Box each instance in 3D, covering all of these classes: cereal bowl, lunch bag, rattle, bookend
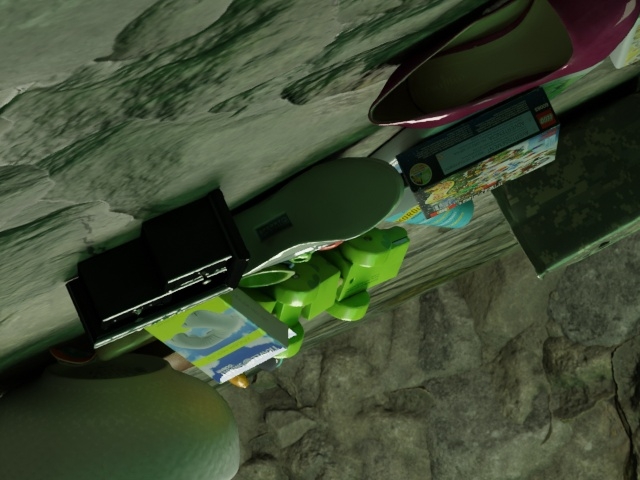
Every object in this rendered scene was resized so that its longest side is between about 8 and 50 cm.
[{"bbox_3d":[-0.271,0.228,2.097,0.339,0.141,0.339,-2,-172,0],"label":"cereal bowl"},{"bbox_3d":[0.346,-0.073,2.121,0.235,0.169,0.287,-29,180,8],"label":"lunch bag"},{"bbox_3d":[-0.214,0.155,2.021,0.200,0.142,0.130,-28,-167,-26],"label":"rattle"},{"bbox_3d":[-0.156,0.029,1.553,0.156,0.072,0.157,-23,172,-13],"label":"bookend"}]

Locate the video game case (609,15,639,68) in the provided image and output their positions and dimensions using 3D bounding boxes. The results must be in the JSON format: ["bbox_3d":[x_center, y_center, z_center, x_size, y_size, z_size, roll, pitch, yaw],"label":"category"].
[{"bbox_3d":[0.384,-0.240,1.591,0.206,0.026,0.227,-25,173,3],"label":"video game case"}]

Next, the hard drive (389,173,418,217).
[{"bbox_3d":[0.074,-0.046,1.924,0.135,0.022,0.094,-24,166,-8],"label":"hard drive"}]

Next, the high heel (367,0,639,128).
[{"bbox_3d":[0.137,-0.145,1.260,0.117,0.082,0.244,-32,-170,-33],"label":"high heel"}]

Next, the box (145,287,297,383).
[{"bbox_3d":[-0.120,0.101,1.908,0.109,0.042,0.178,-28,133,25],"label":"box"}]

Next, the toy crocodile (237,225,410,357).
[{"bbox_3d":[-0.011,0.050,2.067,0.340,0.105,0.115,-25,143,-42],"label":"toy crocodile"}]

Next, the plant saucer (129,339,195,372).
[{"bbox_3d":[-0.171,0.139,2.363,0.311,0.050,0.310,-25,173,-3],"label":"plant saucer"}]

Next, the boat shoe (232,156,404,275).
[{"bbox_3d":[-0.011,-0.029,1.645,0.227,0.079,0.081,-23,-177,26],"label":"boat shoe"}]

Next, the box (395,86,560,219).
[{"bbox_3d":[0.166,-0.086,1.703,0.159,0.044,0.233,-26,172,4],"label":"box"}]

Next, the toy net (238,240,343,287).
[{"bbox_3d":[0.000,0.000,1.849,0.122,0.045,0.232,3,159,-37],"label":"toy net"}]

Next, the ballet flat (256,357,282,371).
[{"bbox_3d":[-0.109,0.165,2.569,0.074,0.074,0.203,-24,-169,-8],"label":"ballet flat"}]

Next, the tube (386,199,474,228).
[{"bbox_3d":[0.130,-0.046,2.074,0.080,0.052,0.207,-42,160,21],"label":"tube"}]

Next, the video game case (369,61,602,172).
[{"bbox_3d":[0.160,-0.126,1.673,0.193,0.023,0.212,-20,171,-31],"label":"video game case"}]
